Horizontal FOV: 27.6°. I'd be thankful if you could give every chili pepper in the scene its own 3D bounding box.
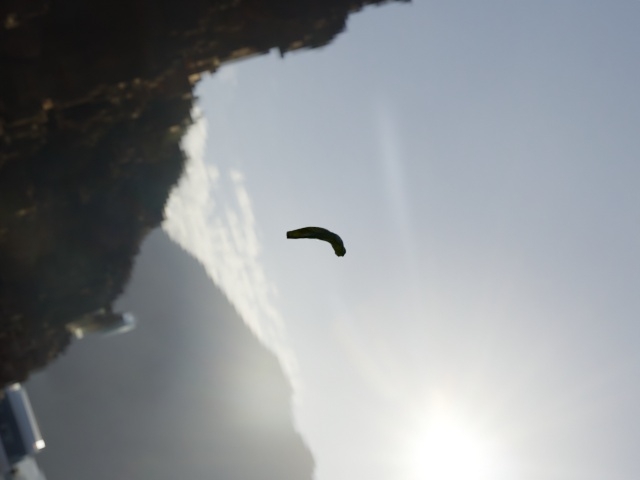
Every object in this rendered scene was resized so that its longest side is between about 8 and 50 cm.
[{"bbox_3d":[0.000,0.001,1.340,0.083,0.030,0.017,26,26,-46],"label":"chili pepper"}]
